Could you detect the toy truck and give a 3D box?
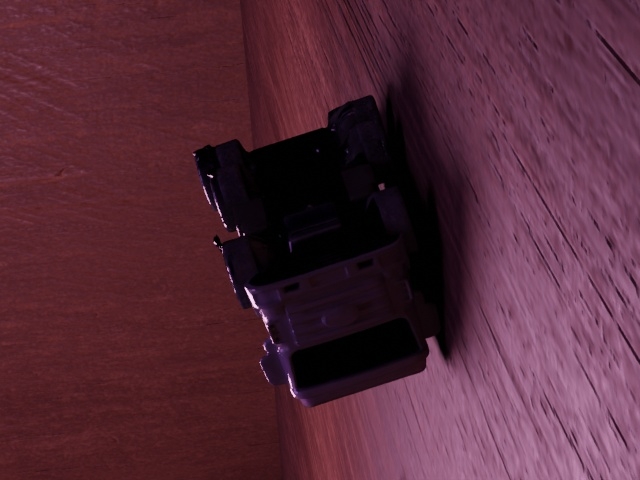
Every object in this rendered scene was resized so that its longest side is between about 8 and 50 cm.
[{"bbox_3d":[0.000,0.000,1.040,0.253,0.114,0.124,-106,-2,-65],"label":"toy truck"}]
